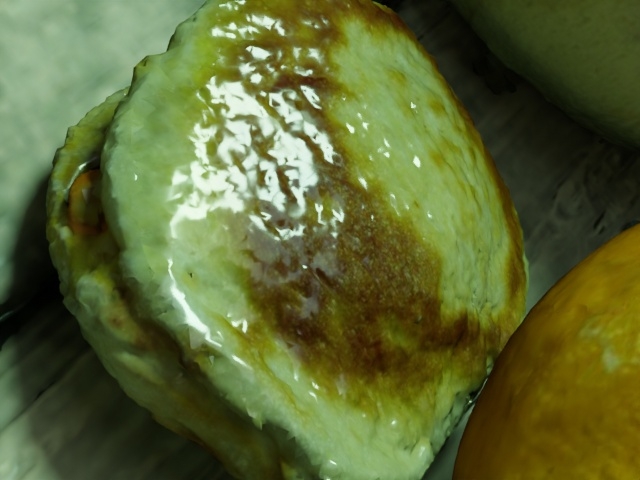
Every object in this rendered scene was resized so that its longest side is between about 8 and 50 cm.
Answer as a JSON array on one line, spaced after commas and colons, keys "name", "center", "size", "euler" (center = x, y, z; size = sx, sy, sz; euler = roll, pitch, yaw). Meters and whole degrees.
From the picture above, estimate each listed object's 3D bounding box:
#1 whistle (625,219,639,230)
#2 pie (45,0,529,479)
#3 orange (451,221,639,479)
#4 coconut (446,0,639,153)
[{"name": "whistle", "center": [0.167, 0.018, 0.789], "size": [0.083, 0.029, 0.033], "euler": [30, 37, -13]}, {"name": "pie", "center": [0.000, 0.000, 0.633], "size": [0.179, 0.084, 0.205], "euler": [49, 46, -7]}, {"name": "orange", "center": [0.178, 0.116, 0.608], "size": [0.284, 0.226, 0.284], "euler": [14, 68, -36]}, {"name": "coconut", "center": [0.223, -0.247, 0.736], "size": [0.405, 0.404, 0.404], "euler": [16, 60, -30]}]
